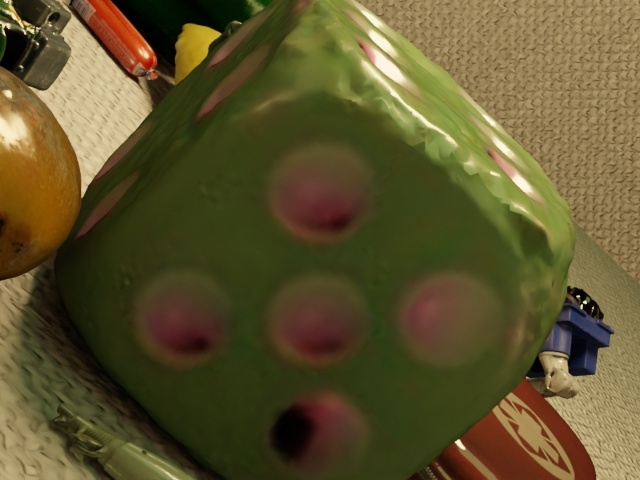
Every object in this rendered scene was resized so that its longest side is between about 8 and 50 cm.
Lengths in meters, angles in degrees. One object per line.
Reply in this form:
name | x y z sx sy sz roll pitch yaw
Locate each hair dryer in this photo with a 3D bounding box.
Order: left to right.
hair dryer | -0.097 0.195 1.036 0.237 0.075 0.206 39 20 7

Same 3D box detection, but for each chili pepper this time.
chili pepper | -0.160 -0.355 1.939 0.233 0.248 0.256 54 9 30

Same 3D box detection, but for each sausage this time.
sausage | -0.237 -0.244 1.847 0.050 0.048 0.145 -33 73 -29

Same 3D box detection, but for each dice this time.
dice | 0.000 0.000 1.273 0.318 0.330 0.322 43 13 -16

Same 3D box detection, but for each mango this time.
mango | -0.262 -0.063 1.111 0.193 0.146 0.316 42 1 -17

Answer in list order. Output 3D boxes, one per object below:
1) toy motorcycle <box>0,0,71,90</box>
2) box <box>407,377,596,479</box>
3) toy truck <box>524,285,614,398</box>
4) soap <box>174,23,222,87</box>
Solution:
toy motorcycle | -0.311 -0.188 1.348 0.187 0.125 0.274 41 12 22
box | 0.173 0.225 1.581 0.263 0.108 0.404 45 15 0
toy truck | 0.237 0.125 1.887 0.161 0.213 0.177 30 59 -44
soap | -0.042 -0.075 1.795 0.306 0.115 0.427 41 15 -33
